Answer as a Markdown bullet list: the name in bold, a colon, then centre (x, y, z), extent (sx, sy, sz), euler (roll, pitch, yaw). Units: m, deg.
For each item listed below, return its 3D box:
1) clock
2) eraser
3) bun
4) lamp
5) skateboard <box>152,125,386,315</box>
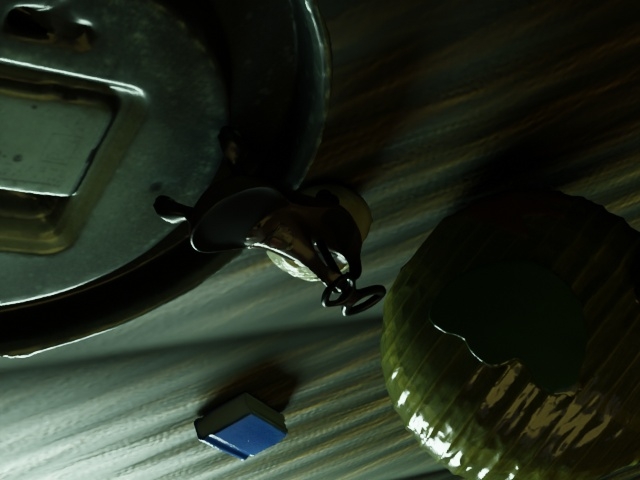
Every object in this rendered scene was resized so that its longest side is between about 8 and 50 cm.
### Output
- **clock**: centre (-0.185, -0.068, 0.551), extent (0.386, 0.076, 0.386), euler (-16, 145, -11)
- **eraser**: centre (-0.078, 0.188, 1.009), extent (0.063, 0.027, 0.085), euler (-31, 145, 10)
- **bun**: centre (0.000, 0.000, 0.769), extent (0.086, 0.054, 0.086), euler (-16, 147, -11)
- **lamp**: centre (0.185, 0.096, 0.802), extent (0.250, 0.284, 0.250), euler (-48, 166, -16)
- **skateboard**: centre (-0.018, -0.002, 0.597), extent (0.067, 0.080, 0.151), euler (-45, 143, 20)
